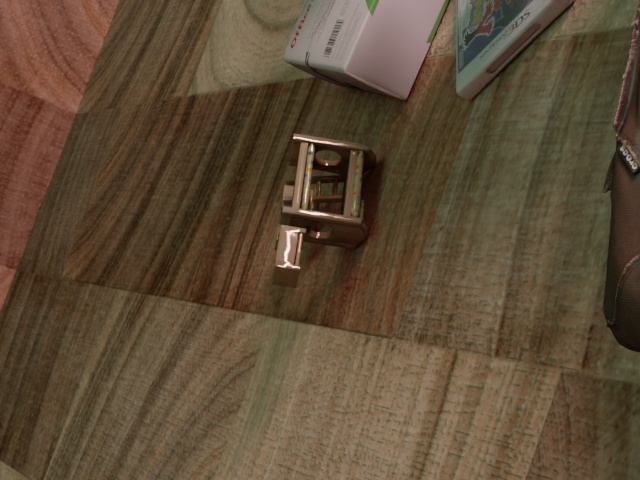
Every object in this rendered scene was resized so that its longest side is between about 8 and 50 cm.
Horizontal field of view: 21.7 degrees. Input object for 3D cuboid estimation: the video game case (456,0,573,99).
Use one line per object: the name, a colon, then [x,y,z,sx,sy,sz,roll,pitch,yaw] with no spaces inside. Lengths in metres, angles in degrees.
video game case: [0.205,-0.277,1.793,0.183,0.023,0.201,-44,32,43]

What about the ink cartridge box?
ink cartridge box: [0.055,-0.266,2.021,0.160,0.092,0.219,-66,22,1]

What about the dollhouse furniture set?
dollhouse furniture set: [0.000,0.000,1.946,0.161,0.101,0.182,103,176,-59]

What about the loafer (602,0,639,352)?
loafer: [0.273,-0.074,1.311,0.130,0.133,0.366,-26,46,57]
